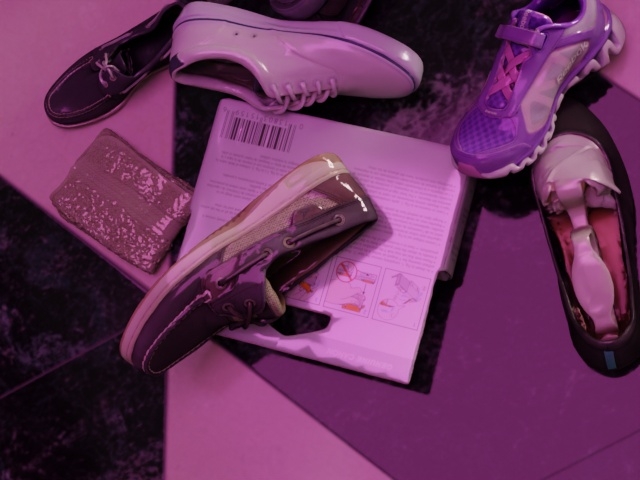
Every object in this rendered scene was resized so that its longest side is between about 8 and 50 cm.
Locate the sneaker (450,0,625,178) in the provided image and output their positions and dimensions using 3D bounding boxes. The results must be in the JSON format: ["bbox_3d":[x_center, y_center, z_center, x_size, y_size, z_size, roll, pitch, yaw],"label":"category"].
[{"bbox_3d":[0.197,-0.166,1.512,0.095,0.104,0.236,26,69,36],"label":"sneaker"}]

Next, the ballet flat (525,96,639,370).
[{"bbox_3d":[0.256,-0.016,1.504,0.095,0.096,0.281,-17,75,12],"label":"ballet flat"}]

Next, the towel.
[{"bbox_3d":[-0.206,-0.041,1.662,0.148,0.027,0.110,35,90,18],"label":"towel"}]

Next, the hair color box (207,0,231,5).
[{"bbox_3d":[-0.077,-0.310,1.659,0.141,0.072,0.043,-39,72,3],"label":"hair color box"}]

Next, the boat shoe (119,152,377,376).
[{"bbox_3d":[-0.067,0.037,1.513,0.285,0.103,0.092,-41,67,-3],"label":"boat shoe"}]

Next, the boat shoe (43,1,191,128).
[{"bbox_3d":[-0.214,-0.192,1.673,0.206,0.065,0.075,-30,74,7],"label":"boat shoe"}]

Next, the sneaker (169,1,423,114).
[{"bbox_3d":[-0.028,-0.168,1.588,0.258,0.094,0.091,9,62,6],"label":"sneaker"}]

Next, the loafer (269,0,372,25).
[{"bbox_3d":[0.057,-0.342,1.635,0.109,0.095,0.303,24,81,51],"label":"loafer"}]

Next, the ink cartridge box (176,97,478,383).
[{"bbox_3d":[0.000,0.000,1.586,0.275,0.060,0.239,14,83,16],"label":"ink cartridge box"}]
